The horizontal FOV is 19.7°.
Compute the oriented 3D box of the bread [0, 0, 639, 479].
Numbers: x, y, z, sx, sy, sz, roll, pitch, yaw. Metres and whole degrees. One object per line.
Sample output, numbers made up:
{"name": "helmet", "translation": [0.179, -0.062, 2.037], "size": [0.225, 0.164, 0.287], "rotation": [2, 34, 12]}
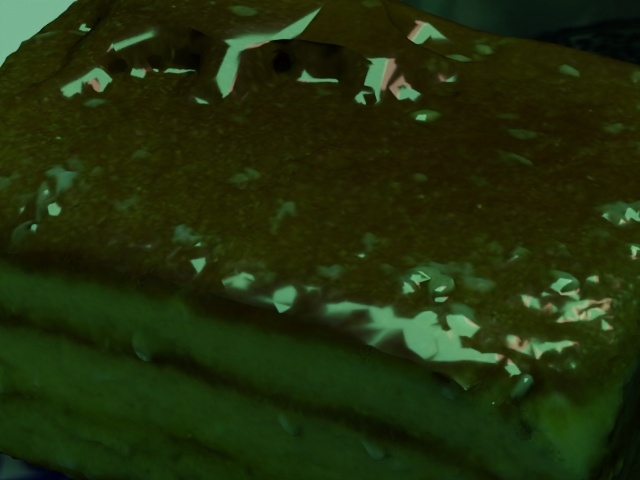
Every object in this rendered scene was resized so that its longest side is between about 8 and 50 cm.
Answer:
{"name": "bread", "translation": [0.000, 0.000, 0.569], "size": [0.234, 0.110, 0.184], "rotation": [15, 36, 18]}

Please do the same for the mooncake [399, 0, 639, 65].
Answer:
{"name": "mooncake", "translation": [0.108, -0.167, 0.804], "size": [0.254, 0.136, 0.250], "rotation": [-5, 31, -11]}
